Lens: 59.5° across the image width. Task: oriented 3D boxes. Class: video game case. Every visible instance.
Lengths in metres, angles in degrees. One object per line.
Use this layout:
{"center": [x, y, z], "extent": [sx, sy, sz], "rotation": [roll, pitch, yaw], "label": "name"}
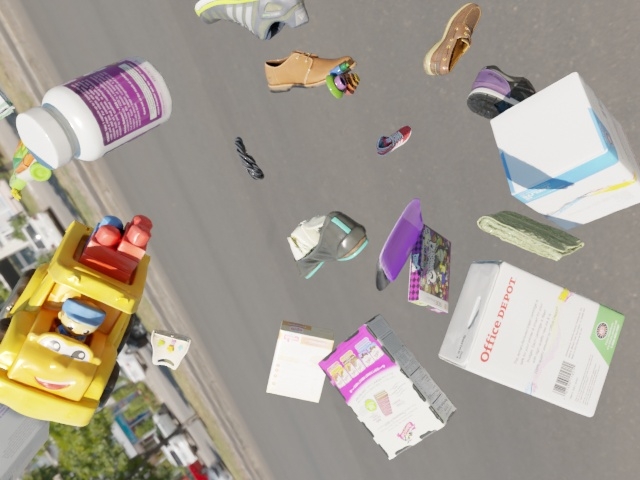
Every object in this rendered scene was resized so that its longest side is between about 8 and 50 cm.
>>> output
{"center": [0.331, 0.088, 1.677], "extent": [0.042, 0.232, 0.210], "rotation": [-4, 161, 35], "label": "video game case"}

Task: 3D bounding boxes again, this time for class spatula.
{"center": [0.089, 0.025, 0.699], "extent": [0.030, 0.084, 0.296], "rotation": [29, 168, 7], "label": "spatula"}

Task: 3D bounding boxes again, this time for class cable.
{"center": [-0.237, -0.267, 1.841], "extent": [0.150, 0.047, 0.184], "rotation": [64, 180, -24], "label": "cable"}

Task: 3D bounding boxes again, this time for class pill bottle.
{"center": [-0.487, -0.276, 1.220], "extent": [0.169, 0.301, 0.169], "rotation": [24, 136, 26], "label": "pill bottle"}

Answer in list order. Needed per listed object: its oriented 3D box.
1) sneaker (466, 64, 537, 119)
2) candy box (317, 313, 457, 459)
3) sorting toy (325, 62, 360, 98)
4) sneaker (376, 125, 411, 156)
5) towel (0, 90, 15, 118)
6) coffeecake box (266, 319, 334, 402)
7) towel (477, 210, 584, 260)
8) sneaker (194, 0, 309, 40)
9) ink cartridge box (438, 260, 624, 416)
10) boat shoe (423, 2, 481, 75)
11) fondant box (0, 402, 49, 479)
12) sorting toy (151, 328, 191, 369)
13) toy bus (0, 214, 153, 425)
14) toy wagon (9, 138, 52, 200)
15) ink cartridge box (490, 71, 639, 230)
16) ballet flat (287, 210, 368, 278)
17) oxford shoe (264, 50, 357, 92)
{"center": [0.503, -0.332, 1.351], "extent": [0.283, 0.124, 0.107], "rotation": [27, 160, -7], "label": "sneaker"}
{"center": [0.126, 0.284, 1.091], "extent": [0.233, 0.071, 0.159], "rotation": [52, 124, 13], "label": "candy box"}
{"center": [0.049, -0.322, 1.120], "extent": [0.042, 0.102, 0.061], "rotation": [-25, 96, 30], "label": "sorting toy"}
{"center": [0.205, -0.286, 1.569], "extent": [0.042, 0.118, 0.067], "rotation": [51, -175, 15], "label": "sneaker"}
{"center": [-0.588, -0.241, 0.899], "extent": [0.152, 0.113, 0.023], "rotation": [49, 157, 3], "label": "towel"}
{"center": [-0.053, 0.319, 1.479], "extent": [0.068, 0.142, 0.185], "rotation": [-88, 11, -74], "label": "coffeecake box"}
{"center": [0.341, -0.012, 0.911], "extent": [0.148, 0.110, 0.027], "rotation": [28, 117, 34], "label": "towel"}
{"center": [-0.139, -0.446, 1.087], "extent": [0.300, 0.111, 0.121], "rotation": [14, 141, 50], "label": "sneaker"}
{"center": [0.389, 0.177, 1.039], "extent": [0.278, 0.201, 0.117], "rotation": [23, 174, -12], "label": "ink cartridge box"}
{"center": [0.281, -0.406, 1.140], "extent": [0.060, 0.178, 0.064], "rotation": [27, 168, 40], "label": "boat shoe"}
{"center": [-0.754, 0.394, 1.102], "extent": [0.330, 0.238, 0.096], "rotation": [27, 129, -1], "label": "fondant box"}
{"center": [-0.327, 0.238, 1.210], "extent": [0.083, 0.075, 0.045], "rotation": [16, 176, -2], "label": "sorting toy"}
{"center": [-0.275, 0.070, 0.662], "extent": [0.149, 0.211, 0.220], "rotation": [31, -162, -24], "label": "toy bus"}
{"center": [-0.822, -0.270, 1.635], "extent": [0.068, 0.344, 0.267], "rotation": [32, -169, -41], "label": "toy wagon"}
{"center": [0.536, -0.176, 1.197], "extent": [0.197, 0.270, 0.198], "rotation": [-28, 55, 37], "label": "ink cartridge box"}
{"center": [0.000, 0.000, 1.053], "extent": [0.096, 0.095, 0.280], "rotation": [44, 155, -6], "label": "ballet flat"}
{"center": [-0.027, -0.371, 1.197], "extent": [0.212, 0.076, 0.076], "rotation": [-4, 125, 22], "label": "oxford shoe"}
